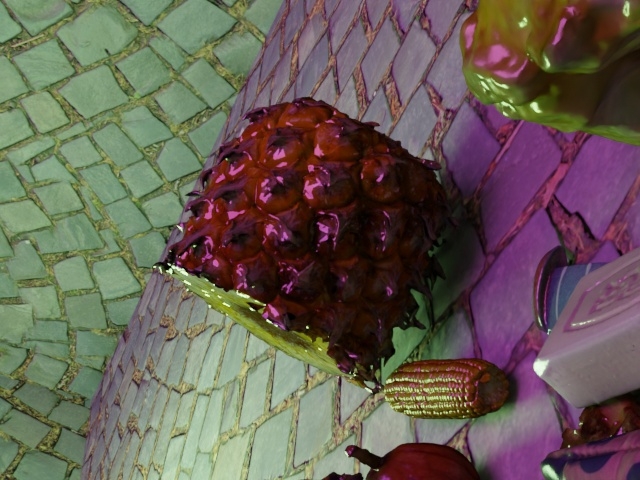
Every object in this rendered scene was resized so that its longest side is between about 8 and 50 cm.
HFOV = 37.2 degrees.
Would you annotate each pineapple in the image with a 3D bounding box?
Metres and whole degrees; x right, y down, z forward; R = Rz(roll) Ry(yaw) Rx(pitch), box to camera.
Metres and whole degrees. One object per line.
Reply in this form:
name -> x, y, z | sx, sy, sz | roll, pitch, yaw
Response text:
pineapple -> -0.001, -0.001, 1.197 | 0.300, 0.352, 0.352 | -56, 18, -6

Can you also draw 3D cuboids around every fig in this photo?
fig -> 0.089, 0.266, 0.958 | 0.128, 0.151, 0.128 | -176, 90, -75

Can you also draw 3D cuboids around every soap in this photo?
soap -> 0.262, 0.055, 0.749 | 0.121, 0.064, 0.183 | -51, 6, -35

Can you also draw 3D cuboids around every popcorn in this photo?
popcorn -> 0.237, -0.234, 0.743 | 0.334, 0.294, 0.292 | 95, 162, -61

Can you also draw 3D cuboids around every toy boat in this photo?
toy boat -> 0.247, 0.048, 0.900 | 0.122, 0.034, 0.096 | 167, 114, -66

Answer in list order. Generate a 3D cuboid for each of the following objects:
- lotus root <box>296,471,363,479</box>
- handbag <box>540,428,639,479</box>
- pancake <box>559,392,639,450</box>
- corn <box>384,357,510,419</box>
lotus root -> -0.015, 0.369, 1.181 | 0.220, 0.125, 0.118 | -63, 5, 6
handbag -> 0.254, 0.176, 0.449 | 0.190, 0.252, 0.193 | 146, 123, -59
pancake -> 0.236, 0.238, 0.722 | 0.212, 0.056, 0.257 | 174, 106, -77
corn -> 0.135, 0.163, 1.048 | 0.207, 0.068, 0.068 | -22, 52, 63
